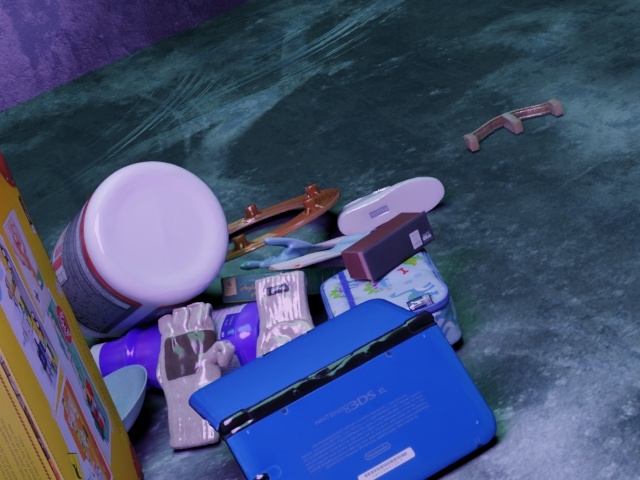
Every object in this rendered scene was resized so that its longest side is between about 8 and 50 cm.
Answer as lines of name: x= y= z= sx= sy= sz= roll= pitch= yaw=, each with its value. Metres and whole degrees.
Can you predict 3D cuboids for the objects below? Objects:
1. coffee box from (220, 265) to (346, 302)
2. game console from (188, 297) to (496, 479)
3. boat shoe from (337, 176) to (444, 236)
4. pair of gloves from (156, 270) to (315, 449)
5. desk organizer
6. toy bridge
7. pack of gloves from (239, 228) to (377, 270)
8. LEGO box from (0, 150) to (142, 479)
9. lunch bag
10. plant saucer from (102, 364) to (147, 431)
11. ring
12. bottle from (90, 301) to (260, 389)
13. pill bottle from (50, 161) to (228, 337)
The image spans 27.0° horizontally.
coffee box: x=-0.052 y=0.065 z=1.982 sx=0.113 sy=0.040 sz=0.184 roll=-5 pitch=-1 yaw=30
game console: x=0.022 y=0.211 z=1.619 sx=0.293 sy=0.250 sz=0.173 roll=-27 pitch=-15 yaw=-14
boat shoe: x=0.114 y=-0.061 z=2.202 sx=0.184 sy=0.066 sz=0.063 roll=-28 pitch=24 yaw=7
pair of gloves: x=-0.110 y=0.164 z=1.797 sx=0.240 sy=0.042 sz=0.204 roll=-20 pitch=63 yaw=11
desk organizer: x=0.095 y=0.007 z=1.869 sx=0.130 sy=0.047 sz=0.050 roll=-32 pitch=20 yaw=-33
toy bridge: x=0.342 y=-0.211 z=2.377 sx=0.188 sy=0.026 sz=0.063 roll=-23 pitch=23 yaw=-7
pack of gloves: x=0.000 y=0.000 z=2.047 sx=0.232 sy=0.046 sz=0.195 roll=-16 pitch=5 yaw=-36
LEGO box: x=-0.374 y=0.191 z=1.496 sx=0.193 sy=0.500 sz=0.372 roll=-19 pitch=23 yaw=1
lunch bag: x=0.093 y=0.097 z=1.843 sx=0.176 sy=0.090 sz=0.219 roll=-22 pitch=23 yaw=3
plant saucer: x=-0.305 y=0.254 z=1.839 sx=0.195 sy=0.037 sz=0.195 roll=-33 pitch=22 yaw=15
ring: x=-0.123 y=-0.022 z=2.235 sx=0.336 sy=0.032 sz=0.336 roll=-23 pitch=9 yaw=4
bottle: x=-0.198 y=0.161 z=1.923 sx=0.282 sy=0.092 sz=0.118 roll=-12 pitch=21 yaw=19
pill bottle: x=-0.289 y=0.030 z=1.999 sx=0.210 sy=0.210 sz=0.363 roll=-34 pitch=0 yaw=-28
